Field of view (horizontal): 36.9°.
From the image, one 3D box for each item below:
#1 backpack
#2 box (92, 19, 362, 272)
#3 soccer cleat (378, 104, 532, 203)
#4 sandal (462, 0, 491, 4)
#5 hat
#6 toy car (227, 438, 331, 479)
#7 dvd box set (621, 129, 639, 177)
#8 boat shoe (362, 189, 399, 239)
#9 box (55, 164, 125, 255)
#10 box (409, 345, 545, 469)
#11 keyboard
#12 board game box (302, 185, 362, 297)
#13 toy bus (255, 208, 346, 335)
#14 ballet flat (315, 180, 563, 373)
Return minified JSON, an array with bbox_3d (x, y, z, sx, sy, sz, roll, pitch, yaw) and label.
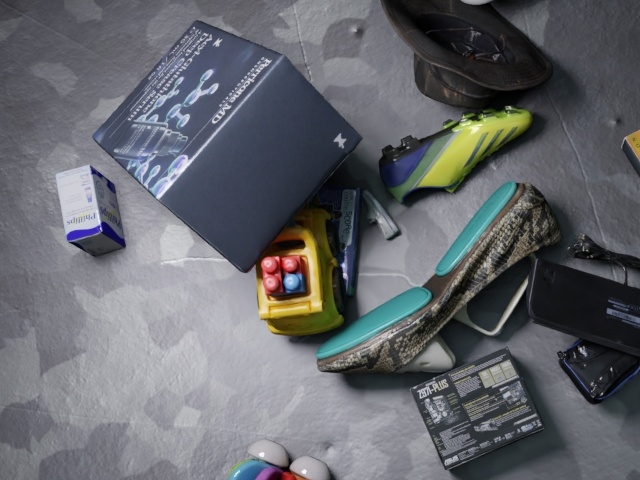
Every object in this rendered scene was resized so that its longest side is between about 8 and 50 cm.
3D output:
[{"bbox_3d":[0.462,0.201,1.576,0.114,0.084,0.105,-35,71,-5],"label":"backpack"},{"bbox_3d":[-0.172,-0.173,1.627,0.293,0.212,0.395,-49,34,-4],"label":"box"},{"bbox_3d":[0.247,-0.155,1.718,0.289,0.093,0.121,-21,104,1],"label":"soccer cleat"},{"bbox_3d":[0.318,-0.604,1.793,0.170,0.102,0.416,5,67,28],"label":"sandal"},{"bbox_3d":[0.241,-0.321,1.710,0.332,0.133,0.331,13,39,-10],"label":"hat"},{"bbox_3d":[-0.078,0.426,1.602,0.182,0.136,0.159,19,82,15],"label":"toy car"},{"bbox_3d":[0.772,-0.136,1.608,0.421,0.062,0.307,-28,73,3],"label":"dvd box set"},{"bbox_3d":[0.100,-0.045,1.735,0.035,0.035,0.100,-35,79,-1],"label":"boat shoe"},{"bbox_3d":[-0.429,-0.055,1.793,0.072,0.126,0.137,-15,75,6],"label":"box"},{"bbox_3d":[0.261,0.282,1.600,0.180,0.077,0.147,-25,73,4],"label":"box"},{"bbox_3d":[0.498,0.097,1.580,0.317,0.033,0.201,18,57,1],"label":"keyboard"},{"bbox_3d":[0.000,0.000,1.742,0.136,0.035,0.201,4,78,12],"label":"board game box"},{"bbox_3d":[-0.052,0.039,1.616,0.150,0.211,0.220,-8,75,11],"label":"toy bus"},{"bbox_3d":[0.222,0.109,1.624,0.483,0.164,0.182,-42,98,-2],"label":"ballet flat"}]
